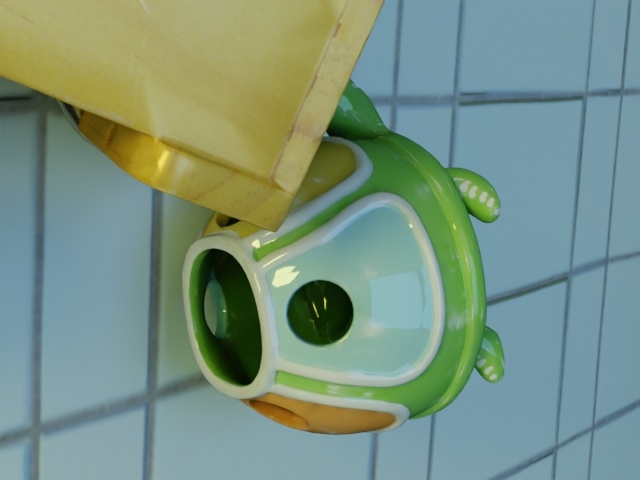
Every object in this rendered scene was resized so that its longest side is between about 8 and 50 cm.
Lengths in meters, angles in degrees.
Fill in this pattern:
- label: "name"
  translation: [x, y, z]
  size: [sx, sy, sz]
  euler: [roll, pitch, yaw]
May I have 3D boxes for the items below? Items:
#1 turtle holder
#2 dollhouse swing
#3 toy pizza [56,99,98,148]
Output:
- label: "turtle holder"
  translation: [0.011, 0.012, 1.105]
  size: [0.227, 0.243, 0.320]
  euler: [-12, 120, -37]
- label: "dollhouse swing"
  translation: [-0.110, -0.230, 0.856]
  size: [0.305, 0.315, 0.347]
  euler: [22, 95, -24]
- label: "toy pizza"
  translation: [-0.137, -0.164, 1.026]
  size: [0.201, 0.032, 0.201]
  euler: [-18, 112, -53]
